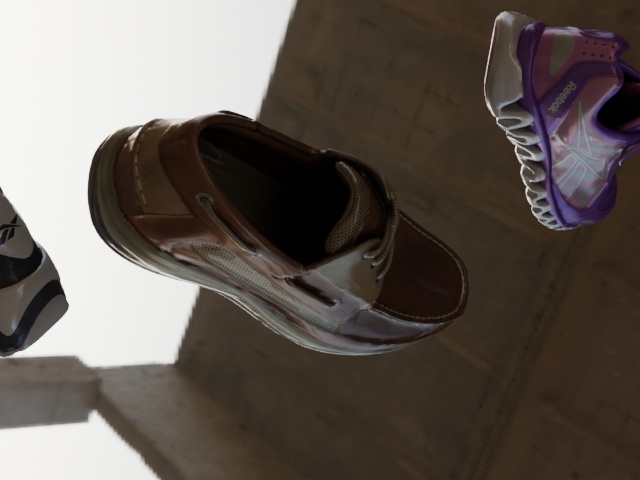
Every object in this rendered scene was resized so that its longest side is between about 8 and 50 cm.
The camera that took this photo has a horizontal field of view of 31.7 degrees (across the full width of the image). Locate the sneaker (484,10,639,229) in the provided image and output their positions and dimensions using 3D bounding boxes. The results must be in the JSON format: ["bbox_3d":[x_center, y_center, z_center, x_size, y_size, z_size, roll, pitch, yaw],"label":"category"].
[{"bbox_3d":[0.202,-0.081,0.841,0.105,0.236,0.095,0,-117,26],"label":"sneaker"}]

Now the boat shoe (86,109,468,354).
[{"bbox_3d":[0.000,0.000,0.780,0.116,0.324,0.123,-21,-119,44],"label":"boat shoe"}]

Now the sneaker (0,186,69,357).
[{"bbox_3d":[-0.272,-0.011,0.657,0.235,0.094,0.153,2,-62,27],"label":"sneaker"}]
